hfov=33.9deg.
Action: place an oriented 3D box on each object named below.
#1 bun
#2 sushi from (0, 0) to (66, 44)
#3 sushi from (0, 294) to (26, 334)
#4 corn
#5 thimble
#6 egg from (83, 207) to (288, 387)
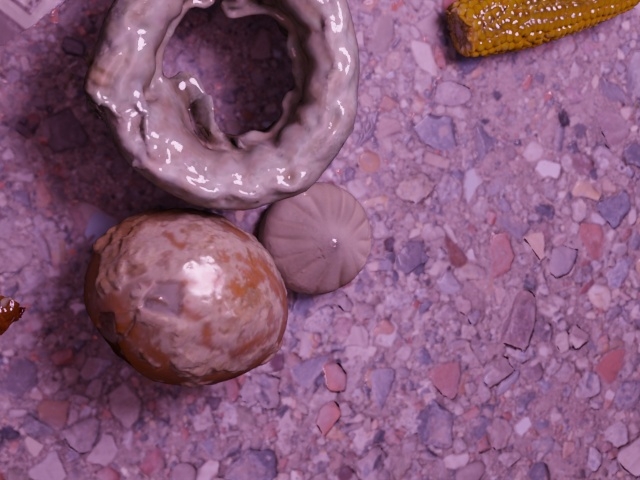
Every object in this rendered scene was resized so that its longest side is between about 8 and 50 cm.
[{"bbox_3d":[0.000,0.000,1.227,0.138,0.094,0.138,-2,96,-16],"label":"bun"},{"bbox_3d":[-0.417,-0.345,1.058,0.320,0.069,0.339,-39,106,-13],"label":"sushi"},{"bbox_3d":[-0.376,0.065,1.117,0.118,0.061,0.060,28,44,-25],"label":"sushi"},{"bbox_3d":[0.302,-0.303,1.309,0.310,0.101,0.101,-26,102,-18],"label":"corn"},{"bbox_3d":[-0.106,-0.178,1.108,0.291,0.195,0.291,-1,98,-10],"label":"thimble"},{"bbox_3d":[-0.141,0.063,1.129,0.233,0.195,0.195,31,83,-34],"label":"egg"}]
